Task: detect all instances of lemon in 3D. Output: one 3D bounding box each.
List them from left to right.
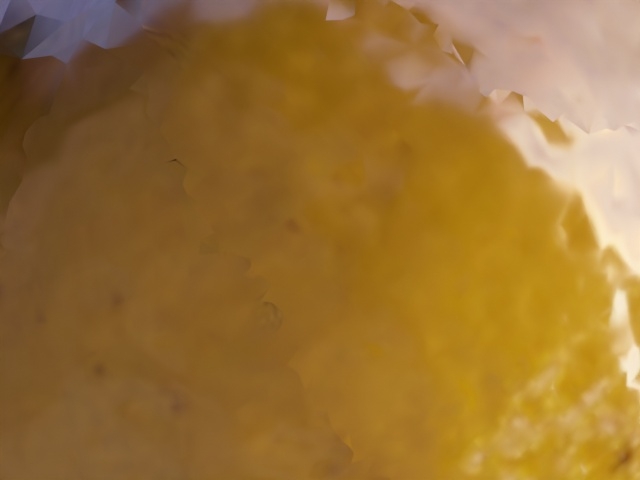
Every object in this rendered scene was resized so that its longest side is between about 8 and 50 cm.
[{"bbox_3d":[0.001,0.000,0.611,0.297,0.297,0.297,10,-46,10],"label":"lemon"}]
